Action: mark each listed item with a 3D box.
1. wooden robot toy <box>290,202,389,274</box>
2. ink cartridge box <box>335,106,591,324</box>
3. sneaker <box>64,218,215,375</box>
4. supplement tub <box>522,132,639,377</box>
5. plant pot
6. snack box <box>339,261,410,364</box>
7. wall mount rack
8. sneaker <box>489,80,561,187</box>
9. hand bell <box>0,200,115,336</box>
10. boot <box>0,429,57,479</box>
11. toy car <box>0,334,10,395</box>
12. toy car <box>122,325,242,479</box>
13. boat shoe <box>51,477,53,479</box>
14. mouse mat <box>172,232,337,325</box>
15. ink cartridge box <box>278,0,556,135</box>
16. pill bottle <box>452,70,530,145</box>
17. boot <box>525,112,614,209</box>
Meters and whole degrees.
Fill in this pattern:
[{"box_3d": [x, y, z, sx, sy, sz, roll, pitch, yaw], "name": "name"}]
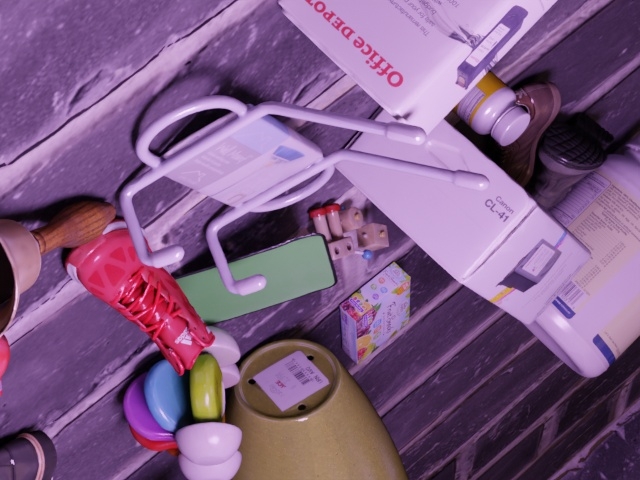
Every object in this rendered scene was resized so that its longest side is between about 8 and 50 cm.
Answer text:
[{"box_3d": [0.000, 0.000, 2.011, 0.079, 0.076, 0.173, -17, 179, 40], "name": "wooden robot toy"}, {"box_3d": [0.174, -0.035, 2.009, 0.131, 0.226, 0.306, -49, 156, 6], "name": "ink cartridge box"}, {"box_3d": [-0.166, 0.060, 1.710, 0.087, 0.128, 0.221, -46, 158, 3], "name": "sneaker"}, {"box_3d": [0.437, 0.020, 2.549, 0.325, 0.235, 0.235, -44, 158, -2], "name": "supplement tub"}, {"box_3d": [-0.024, 0.272, 2.205, 0.275, 0.275, 0.293, -35, 139, -24], "name": "plant pot"}, {"box_3d": [0.075, 0.100, 2.318, 0.100, 0.037, 0.141, -39, 157, -17], "name": "snack box"}, {"box_3d": [-0.018, -0.060, 1.681, 0.304, 0.130, 0.350, -28, 161, 15], "name": "wall mount rack"}, {"box_3d": [0.245, -0.131, 2.203, 0.071, 0.066, 0.188, -7, 135, -31], "name": "sneaker"}, {"box_3d": [-0.255, 0.004, 1.527, 0.126, 0.126, 0.242, -57, 167, 26], "name": "hand bell"}, {"box_3d": [-0.379, 0.298, 1.844, 0.137, 0.077, 0.197, -9, 125, -49], "name": "boot"}, {"box_3d": [-0.397, 0.211, 1.669, 0.239, 0.053, 0.225, -32, 154, -29], "name": "toy car"}, {"box_3d": [-0.160, 0.193, 1.966, 0.136, 0.159, 0.182, -1, 155, -3], "name": "toy car"}, {"box_3d": [-0.340, 0.304, 1.937, 0.038, 0.046, 0.125, -19, 143, -47], "name": "boat shoe"}, {"box_3d": [-0.077, 0.048, 1.905, 0.190, 0.007, 0.152, -18, 155, -1], "name": "mouse mat"}, {"box_3d": [0.107, -0.241, 1.605, 0.237, 0.172, 0.100, -46, 159, 2], "name": "ink cartridge box"}, {"box_3d": [0.183, -0.162, 1.946, 0.065, 0.116, 0.065, -37, 157, -19], "name": "pill bottle"}, {"box_3d": [0.319, -0.081, 2.328, 0.161, 0.083, 0.246, -54, 170, 21], "name": "boot"}]
